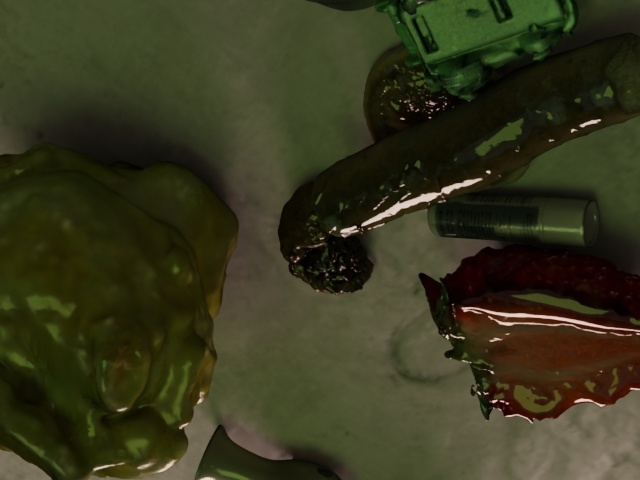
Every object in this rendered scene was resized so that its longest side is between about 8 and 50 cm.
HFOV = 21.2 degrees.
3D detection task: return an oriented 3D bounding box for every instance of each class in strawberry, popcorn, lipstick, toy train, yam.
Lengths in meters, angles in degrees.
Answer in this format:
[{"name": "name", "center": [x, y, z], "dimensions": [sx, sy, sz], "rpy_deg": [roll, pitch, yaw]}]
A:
[{"name": "strawberry", "center": [0.204, 0.054, 1.416], "dimensions": [0.228, 0.098, 0.174], "rpy_deg": [-20, 121, 38]}, {"name": "popcorn", "center": [-0.220, 0.076, 1.537], "dimensions": [0.312, 0.312, 0.312], "rpy_deg": [16, 135, 17]}, {"name": "lipstick", "center": [0.158, -0.018, 1.418], "dimensions": [0.141, 0.040, 0.040], "rpy_deg": [4, 131, 27]}, {"name": "toy train", "center": [0.115, -0.170, 1.279], "dimensions": [0.149, 0.081, 0.099], "rpy_deg": [-23, 114, 20]}, {"name": "yam", "center": [0.121, -0.079, 1.330], "dimensions": [0.317, 0.067, 0.071], "rpy_deg": [-23, 120, 38]}]

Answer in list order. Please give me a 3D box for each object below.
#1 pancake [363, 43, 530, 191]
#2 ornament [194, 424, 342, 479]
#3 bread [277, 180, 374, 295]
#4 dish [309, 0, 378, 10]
[{"name": "pancake", "center": [0.104, -0.098, 1.385], "dimensions": [0.151, 0.025, 0.152], "rpy_deg": [14, 129, 19]}, {"name": "ornament", "center": [-0.046, 0.252, 1.763], "dimensions": [0.156, 0.075, 0.081], "rpy_deg": [20, 144, 11]}, {"name": "bread", "center": [0.000, 0.000, 1.512], "dimensions": [0.082, 0.060, 0.113], "rpy_deg": [6, 133, 22]}, {"name": "dish", "center": [-0.016, -0.251, 1.274], "dimensions": [0.229, 0.081, 0.229], "rpy_deg": [16, 135, 17]}]
